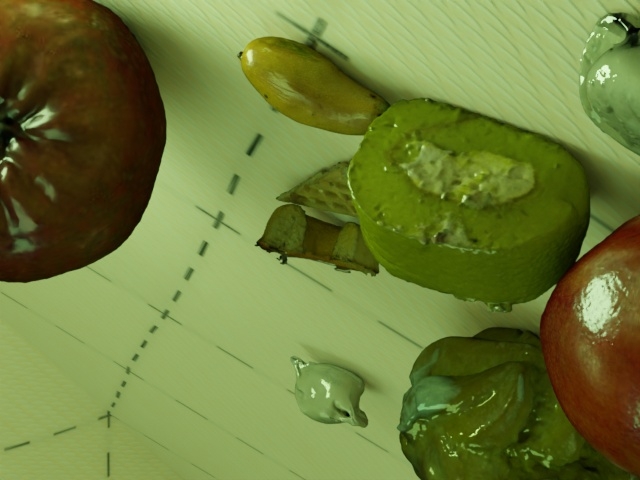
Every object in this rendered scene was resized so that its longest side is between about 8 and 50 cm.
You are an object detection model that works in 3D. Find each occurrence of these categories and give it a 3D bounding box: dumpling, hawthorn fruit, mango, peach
[{"bbox_3d":[0.022,0.287,2.502,0.199,0.118,0.136,46,-164,20],"label":"dumpling"},{"bbox_3d":[-0.390,-0.138,1.745,0.403,0.402,0.403,27,159,11],"label":"hawthorn fruit"},{"bbox_3d":[-0.009,-0.176,1.534,0.190,0.075,0.098,25,156,-7],"label":"mango"},{"bbox_3d":[0.306,-0.124,1.190,0.177,0.092,0.150,26,156,16],"label":"dumpling"},{"bbox_3d":[0.377,0.112,1.380,0.308,0.307,0.332,42,163,-28],"label":"peach"}]

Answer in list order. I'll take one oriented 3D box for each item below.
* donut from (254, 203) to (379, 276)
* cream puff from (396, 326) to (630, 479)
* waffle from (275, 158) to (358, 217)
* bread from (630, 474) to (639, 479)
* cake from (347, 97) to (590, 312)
[{"bbox_3d":[0.004,0.002,1.885,0.181,0.078,0.146,11,173,14],"label":"donut"},{"bbox_3d":[0.291,0.265,1.910,0.378,0.275,0.378,30,-171,-5],"label":"cream puff"},{"bbox_3d":[-0.012,-0.081,1.807,0.191,0.032,0.125,13,155,36],"label":"waffle"},{"bbox_3d":[0.459,0.366,2.091,0.213,0.104,0.213,28,157,13],"label":"bread"},{"bbox_3d":[0.162,-0.035,1.469,0.261,0.179,0.156,22,158,25],"label":"cake"}]
